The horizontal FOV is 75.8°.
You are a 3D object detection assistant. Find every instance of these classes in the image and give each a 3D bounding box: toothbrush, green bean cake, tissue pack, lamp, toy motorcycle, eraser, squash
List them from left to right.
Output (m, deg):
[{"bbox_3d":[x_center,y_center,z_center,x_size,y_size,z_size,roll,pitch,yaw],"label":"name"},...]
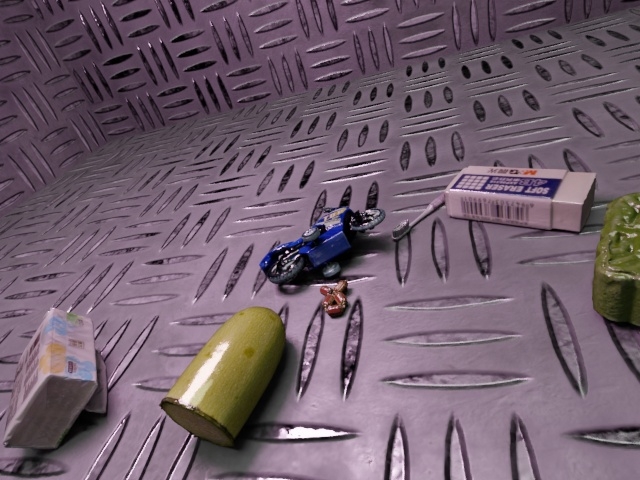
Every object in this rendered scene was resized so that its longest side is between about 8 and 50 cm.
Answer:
[{"bbox_3d":[-0.508,0.272,0.824,0.159,0.145,0.229,-57,37,3],"label":"tissue pack"},{"bbox_3d":[-0.144,0.208,0.708,0.132,0.132,0.247,1,38,28],"label":"squash"},{"bbox_3d":[0.000,0.000,0.968,0.315,0.113,0.169,-30,23,-2],"label":"toy motorcycle"},{"bbox_3d":[0.031,0.120,0.842,0.063,0.031,0.083,-16,36,8],"label":"lamp"},{"bbox_3d":[0.299,-0.104,1.029,0.354,0.029,0.024,-35,49,-24],"label":"toothbrush"},{"bbox_3d":[0.429,-0.097,0.902,0.279,0.081,0.124,12,44,40],"label":"eraser"},{"bbox_3d":[0.550,0.024,0.620,0.222,0.125,0.248,6,41,35],"label":"green bean cake"}]
